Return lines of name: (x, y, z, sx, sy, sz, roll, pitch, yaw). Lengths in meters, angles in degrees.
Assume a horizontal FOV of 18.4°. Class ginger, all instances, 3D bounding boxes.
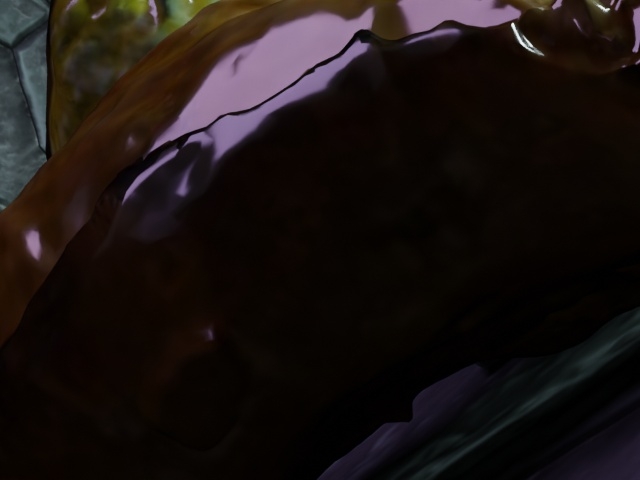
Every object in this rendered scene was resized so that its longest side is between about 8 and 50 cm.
ginger: (0.000, 0.000, 0.615, 0.321, 0.172, 0.165, -37, -10, 23)

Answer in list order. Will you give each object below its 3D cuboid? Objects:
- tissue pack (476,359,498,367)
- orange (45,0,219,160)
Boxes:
tissue pack: (0.045, -0.021, 0.773, 0.051, 0.112, 0.156, -39, 6, 9)
orange: (0.000, -0.120, 1.155, 0.210, 0.271, 0.368, 17, 47, 34)
